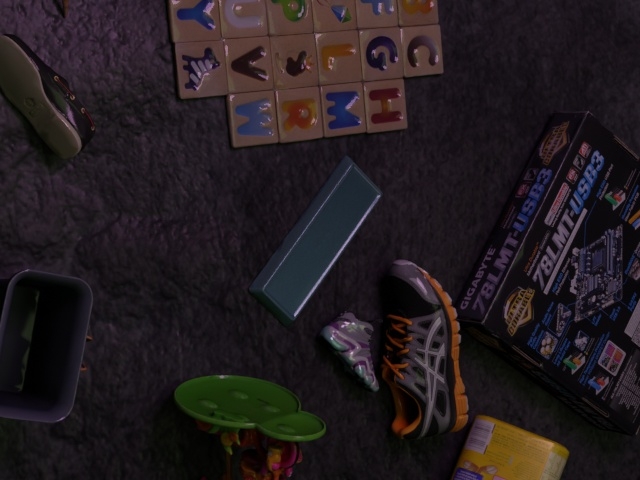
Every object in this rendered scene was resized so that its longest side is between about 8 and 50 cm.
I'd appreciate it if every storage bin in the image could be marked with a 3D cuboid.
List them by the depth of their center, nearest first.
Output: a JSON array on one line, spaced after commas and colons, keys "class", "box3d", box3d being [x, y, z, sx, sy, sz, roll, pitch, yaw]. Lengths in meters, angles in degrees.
[{"class": "storage bin", "box3d": [-0.272, 0.095, 1.345, 0.098, 0.091, 0.135, 12, 87, -33]}]

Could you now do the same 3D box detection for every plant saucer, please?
[{"class": "plant saucer", "box3d": [0.000, 0.000, 1.562, 0.067, 0.018, 0.192, 45, 68, -27]}]

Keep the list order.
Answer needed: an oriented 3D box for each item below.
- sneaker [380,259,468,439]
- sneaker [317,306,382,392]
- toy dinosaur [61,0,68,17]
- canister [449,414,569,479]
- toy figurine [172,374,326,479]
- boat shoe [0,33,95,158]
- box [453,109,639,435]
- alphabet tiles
[{"class": "sneaker", "box3d": [0.105, 0.126, 1.602, 0.083, 0.084, 0.215, -20, 104, -26]}, {"class": "sneaker", "box3d": [0.049, 0.115, 1.588, 0.069, 0.038, 0.098, -47, 116, -21]}, {"class": "toy dinosaur", "box3d": [-0.231, -0.333, 1.364, 0.112, 0.064, 0.212, 31, 76, -32]}, {"class": "canister", "box3d": [0.203, 0.300, 1.655, 0.126, 0.073, 0.170, 20, 76, 12]}, {"class": "toy figurine", "box3d": [-0.075, 0.239, 1.456, 0.130, 0.173, 0.159, -12, 113, -49]}, {"class": "boat shoe", "box3d": [-0.264, -0.141, 1.367, 0.133, 0.049, 0.042, 55, 37, -16]}, {"class": "box", "box3d": [0.331, 0.042, 1.749, 0.293, 0.073, 0.296, 35, 75, -29]}, {"class": "alphabet tiles", "box3d": [-0.010, -0.251, 1.544, 0.342, 0.011, 0.285, -9, 98, -33]}]
